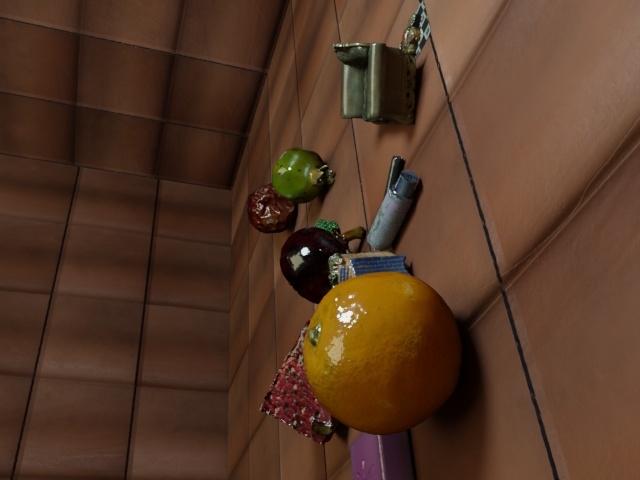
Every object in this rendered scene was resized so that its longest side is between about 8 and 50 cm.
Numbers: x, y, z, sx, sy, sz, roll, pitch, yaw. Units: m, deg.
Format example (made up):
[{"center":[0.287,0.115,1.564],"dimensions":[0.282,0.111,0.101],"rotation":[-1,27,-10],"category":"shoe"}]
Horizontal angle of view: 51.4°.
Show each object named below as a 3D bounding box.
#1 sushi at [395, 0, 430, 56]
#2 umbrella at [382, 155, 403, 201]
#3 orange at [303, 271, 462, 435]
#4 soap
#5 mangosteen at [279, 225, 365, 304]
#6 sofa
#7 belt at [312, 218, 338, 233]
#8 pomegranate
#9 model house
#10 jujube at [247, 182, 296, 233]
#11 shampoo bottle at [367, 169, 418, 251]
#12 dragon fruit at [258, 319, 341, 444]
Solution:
[{"center":[0.220,-0.506,1.722],"dimensions":[0.201,0.031,0.139],"rotation":[118,155,-49],"category":"sushi"},{"center":[0.183,-0.149,1.682],"dimensions":[0.036,0.031,0.133],"rotation":[-42,-35,-73],"category":"umbrella"},{"center":[0.115,0.212,1.272],"dimensions":[0.312,0.311,0.312],"rotation":[-172,90,-74],"category":"orange"},{"center":[0.134,0.539,1.420],"dimensions":[0.181,0.081,0.260],"rotation":[120,153,-52],"category":"soap"},{"center":[0.019,0.047,1.869],"dimensions":[0.261,0.235,0.235],"rotation":[-46,22,4],"category":"mangosteen"},{"center":[0.119,-0.393,1.692],"dimensions":[0.258,0.181,0.200],"rotation":[-147,55,-70],"category":"sofa"},{"center":[0.000,0.000,2.149],"dimensions":[0.151,0.079,0.121],"rotation":[118,154,-52],"category":"belt"},{"center":[-0.063,-0.231,2.285],"dimensions":[0.246,0.198,0.198],"rotation":[155,122,-67],"category":"pomegranate"},{"center":[0.123,0.125,1.539],"dimensions":[0.172,0.166,0.183],"rotation":[-155,62,-70],"category":"model house"},{"center":[-0.205,-0.131,2.744],"dimensions":[0.342,0.216,0.217],"rotation":[-155,74,-79],"category":"jujube"},{"center":[0.176,-0.072,1.602],"dimensions":[0.072,0.072,0.214],"rotation":[-100,24,-47],"category":"shampoo bottle"},{"center":[-0.042,0.384,1.835],"dimensions":[0.302,0.240,0.330],"rotation":[31,121,53],"category":"dragon fruit"}]
